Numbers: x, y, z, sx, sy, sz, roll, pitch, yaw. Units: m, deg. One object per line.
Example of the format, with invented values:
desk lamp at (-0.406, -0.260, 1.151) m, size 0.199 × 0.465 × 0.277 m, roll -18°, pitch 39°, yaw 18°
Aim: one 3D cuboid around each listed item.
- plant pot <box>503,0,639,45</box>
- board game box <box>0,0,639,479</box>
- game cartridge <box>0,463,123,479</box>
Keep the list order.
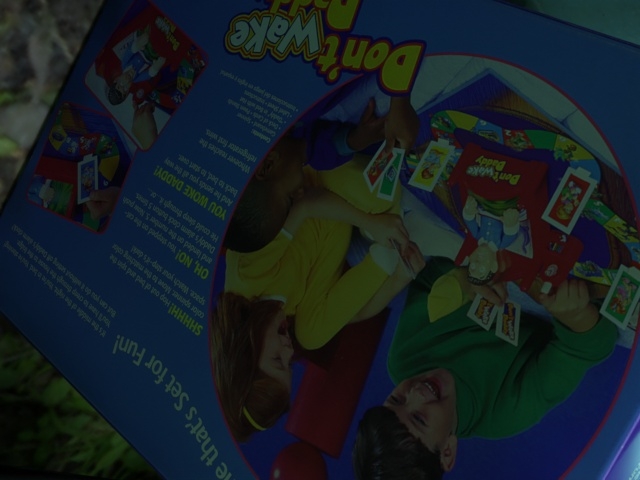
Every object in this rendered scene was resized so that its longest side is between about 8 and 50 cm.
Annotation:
plant pot at (0.179, -0.057, 0.615) m, size 0.334 × 0.341 × 0.341 m, roll -8°, pitch 120°, yaw -33°
board game box at (0.000, 0.000, 0.427) m, size 0.078 × 0.347 × 0.233 m, roll 22°, pitch 98°, yaw -51°
game cartridge at (-0.174, 0.126, 0.410) m, size 0.355 × 0.230 × 0.068 m, roll 24°, pitch 73°, yaw -57°
